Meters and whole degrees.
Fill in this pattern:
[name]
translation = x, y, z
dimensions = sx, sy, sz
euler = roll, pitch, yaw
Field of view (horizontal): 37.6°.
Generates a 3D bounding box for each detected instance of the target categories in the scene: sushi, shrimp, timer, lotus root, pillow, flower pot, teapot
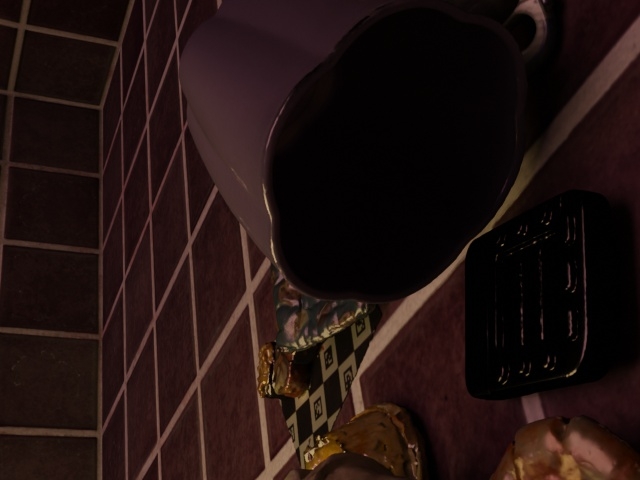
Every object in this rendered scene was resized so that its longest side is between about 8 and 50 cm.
[sushi]
translation = -0.028, 0.129, 1.236
dimensions = 0.264, 0.050, 0.290
euler = -115, 39, -53
[shrimp]
translation = 0.168, 0.248, 0.698
dimensions = 0.154, 0.062, 0.294
euler = 50, 143, 32
[timer]
translation = 0.176, 0.051, 0.759
dimensions = 0.187, 0.055, 0.144
euler = 143, 133, -66
[lotus root]
translation = 0.070, -0.096, 0.988
dimensions = 0.122, 0.112, 0.081
euler = 11, 83, 37
[pillow]
translation = -0.001, 0.002, 1.162
dimensions = 0.189, 0.034, 0.255
euler = -28, 56, 43
[flower pot]
translation = 0.007, -0.116, 0.820
dimensions = 0.243, 0.265, 0.265
euler = 42, 124, 45
[teapot]
translation = 0.147, -0.218, 0.839
dimensions = 0.108, 0.111, 0.149
euler = -24, 52, 43

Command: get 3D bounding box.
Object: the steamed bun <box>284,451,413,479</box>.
[steamed bun]
translation = 0.009, 0.326, 0.762
dimensions = 0.280, 0.207, 0.267
euler = -170, 66, -81

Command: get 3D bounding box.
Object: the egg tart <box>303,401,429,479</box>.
[egg tart]
translation = 0.039, 0.272, 0.985
dimensions = 0.213, 0.090, 0.212
euler = -27, 59, 59
